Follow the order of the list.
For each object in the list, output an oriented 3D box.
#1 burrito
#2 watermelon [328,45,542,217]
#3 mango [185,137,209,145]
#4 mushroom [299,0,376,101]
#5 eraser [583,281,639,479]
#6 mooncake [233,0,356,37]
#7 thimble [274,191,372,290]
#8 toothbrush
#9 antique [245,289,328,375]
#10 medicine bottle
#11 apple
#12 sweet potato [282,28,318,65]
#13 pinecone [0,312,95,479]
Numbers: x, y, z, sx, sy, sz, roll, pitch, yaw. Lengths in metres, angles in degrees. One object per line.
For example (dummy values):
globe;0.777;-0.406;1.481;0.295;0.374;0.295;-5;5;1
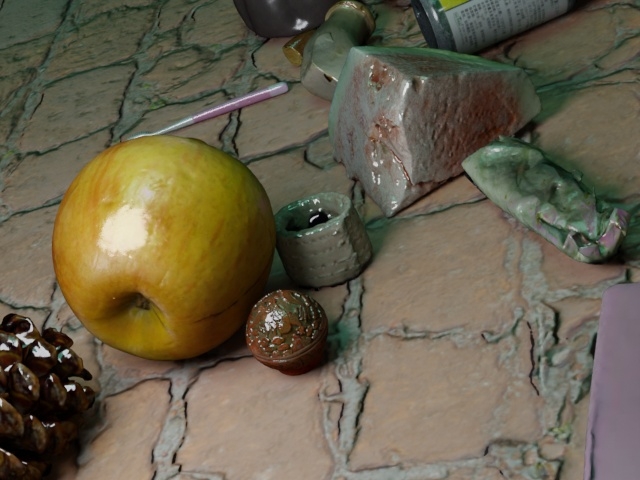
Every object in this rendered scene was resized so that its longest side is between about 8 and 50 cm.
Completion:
burrito;0.274;-0.054;1.560;0.096;0.066;0.309;-31;32;-8
watermelon;0.134;-0.161;1.747;0.310;0.193;0.232;12;26;23
mango;-0.222;-0.086;1.874;0.165;0.089;0.115;-39;46;-18
mushroom;0.023;-0.297;2.017;0.108;0.096;0.247;-35;23;29
eraser;0.376;0.182;1.127;0.272;0.122;0.359;-5;37;24
mooncake;-0.044;-0.462;2.256;0.245;0.133;0.245;-17;27;9
thimble;0.000;0.000;1.624;0.115;0.090;0.102;1;37;33
toothbrush;-0.187;-0.206;2.076;0.286;0.020;0.025;-19;27;6
antique;-0.039;0.105;1.491;0.104;0.104;0.104;-15;34;11
medicine bottle;0.293;-0.388;1.942;0.293;0.141;0.141;-23;34;-2
apple;-0.189;0.013;1.549;0.286;0.286;0.233;-3;48;26
sweet potato;-0.010;-0.333;2.127;0.117;0.049;0.049;-33;35;-26
pinecone;-0.388;0.194;1.465;0.224;0.224;0.272;14;32;42
